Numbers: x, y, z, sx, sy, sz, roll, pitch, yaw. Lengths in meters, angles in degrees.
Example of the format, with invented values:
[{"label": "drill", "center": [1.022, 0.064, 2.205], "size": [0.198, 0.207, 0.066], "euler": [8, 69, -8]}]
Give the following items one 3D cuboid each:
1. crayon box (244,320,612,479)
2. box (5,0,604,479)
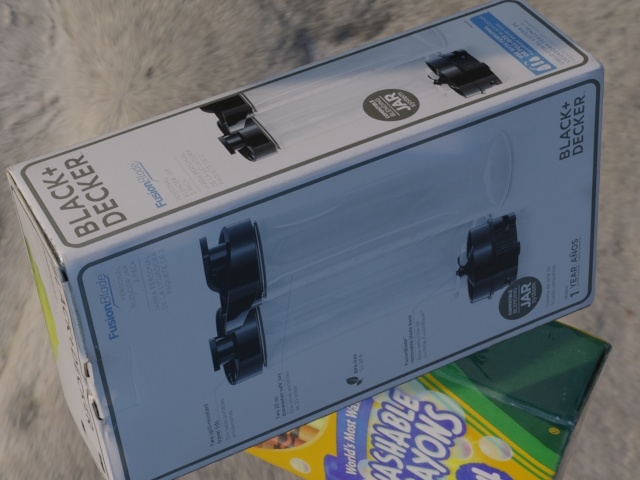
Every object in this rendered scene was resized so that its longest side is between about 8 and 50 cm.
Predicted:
[{"label": "crayon box", "center": [0.027, 0.098, 1.139], "size": [0.323, 0.203, 0.083], "euler": [23, 52, 14]}, {"label": "box", "center": [0.000, 0.000, 0.814], "size": [0.290, 0.087, 0.169], "euler": [-22, 133, -17]}]
